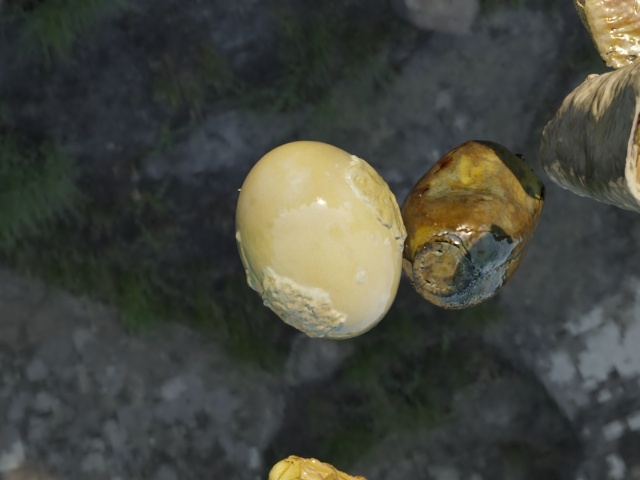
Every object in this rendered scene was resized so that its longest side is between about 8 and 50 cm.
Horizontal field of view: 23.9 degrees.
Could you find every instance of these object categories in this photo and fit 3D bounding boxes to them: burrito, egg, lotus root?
[{"bbox_3d":[0.284,-0.091,1.358,0.105,0.143,0.299,-5,-178,-6],"label":"burrito"},{"bbox_3d":[0.002,0.000,1.452,0.164,0.164,0.201,-20,109,0],"label":"egg"},{"bbox_3d":[0.179,-0.017,1.847,0.152,0.160,0.275,-61,172,32],"label":"lotus root"}]

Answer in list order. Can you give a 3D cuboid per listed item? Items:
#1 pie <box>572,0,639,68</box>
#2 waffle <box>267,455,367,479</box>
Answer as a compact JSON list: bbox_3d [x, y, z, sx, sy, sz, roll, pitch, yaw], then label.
[{"bbox_3d":[0.311,-0.326,1.640,0.128,0.282,0.068,-17,177,-4],"label":"pie"},{"bbox_3d":[0.038,0.196,0.935,0.160,0.192,0.046,32,95,-43],"label":"waffle"}]
